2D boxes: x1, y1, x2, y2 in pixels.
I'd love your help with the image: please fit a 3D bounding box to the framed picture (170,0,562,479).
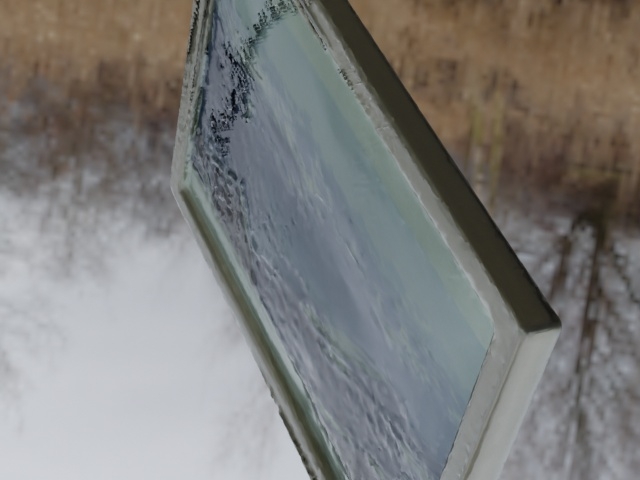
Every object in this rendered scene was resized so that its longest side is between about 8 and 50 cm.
[{"bbox_3d":[0.000,0.000,0.833,0.022,0.247,0.335,-11,-130,-23],"label":"framed picture"}]
